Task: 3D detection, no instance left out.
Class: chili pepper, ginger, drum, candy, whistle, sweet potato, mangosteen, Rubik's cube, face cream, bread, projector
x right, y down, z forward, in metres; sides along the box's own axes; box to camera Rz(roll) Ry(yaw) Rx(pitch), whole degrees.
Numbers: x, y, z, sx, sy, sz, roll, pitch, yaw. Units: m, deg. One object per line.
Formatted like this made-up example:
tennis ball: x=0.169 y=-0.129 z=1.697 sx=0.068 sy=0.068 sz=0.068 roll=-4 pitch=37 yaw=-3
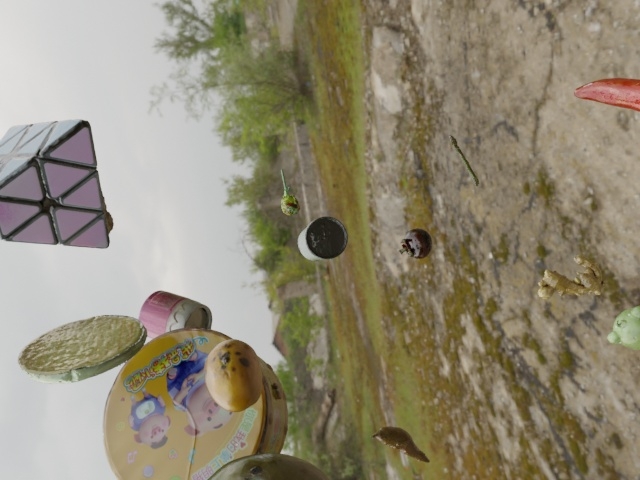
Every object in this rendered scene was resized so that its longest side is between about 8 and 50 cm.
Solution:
chili pepper: x=0.683 y=-0.326 z=1.304 sx=0.272 sy=0.063 sz=0.071 roll=26 pitch=143 yaw=48
ginger: x=0.775 y=0.123 z=1.784 sx=0.193 sy=0.176 sz=0.052 roll=-56 pitch=-19 yaw=-15
drum: x=-0.301 y=0.437 z=1.439 sx=0.214 sy=0.432 sz=0.430 roll=60 pitch=-162 yaw=-66
candy: x=-0.064 y=-0.097 z=1.130 sx=0.035 sy=0.035 sz=0.122 roll=75 pitch=-179 yaw=-48
whistle: x=0.720 y=0.199 z=1.263 sx=0.105 sy=0.228 sz=0.085 roll=-61 pitch=27 yaw=28
sweet potato: x=0.242 y=0.584 z=1.693 sx=0.226 sy=0.068 sz=0.068 roll=33 pitch=-161 yaw=-23
mangosteen: x=0.246 y=0.006 z=1.485 sx=0.081 sy=0.081 sz=0.080 roll=170 pitch=90 yaw=-87
Rubik's cube: x=-0.311 y=-0.080 z=0.735 sx=0.190 sy=0.178 sz=0.211 roll=34 pitch=-142 yaw=-33
face cream: x=-0.498 y=0.276 z=2.012 sx=0.175 sy=0.195 sz=0.175 roll=-43 pitch=-40 yaw=-53
bread: x=-0.510 y=0.234 z=1.265 sx=0.267 sy=0.267 sz=0.040 roll=-108 pitch=11 yaw=-70
projector: x=0.000 y=0.000 z=1.539 sx=0.337 sy=0.108 sz=0.108 roll=151 pitch=109 yaw=-85

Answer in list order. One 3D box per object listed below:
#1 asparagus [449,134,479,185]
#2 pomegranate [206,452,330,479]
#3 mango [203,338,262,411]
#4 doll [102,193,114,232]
asparagus: x=0.333 y=-0.183 z=1.345 sx=0.166 sy=0.013 sz=0.016 roll=50 pitch=-149 yaw=-34
pomegranate: x=-0.099 y=0.497 z=0.883 sx=0.323 sy=0.291 sz=0.290 roll=-72 pitch=-24 yaw=-63
mango: x=-0.138 y=0.221 z=0.959 sx=0.178 sy=0.090 sz=0.115 roll=72 pitch=-177 yaw=-79
doll: x=-0.526 y=-0.094 z=1.264 sx=0.221 sy=0.105 sz=0.115 roll=68 pitch=162 yaw=0
